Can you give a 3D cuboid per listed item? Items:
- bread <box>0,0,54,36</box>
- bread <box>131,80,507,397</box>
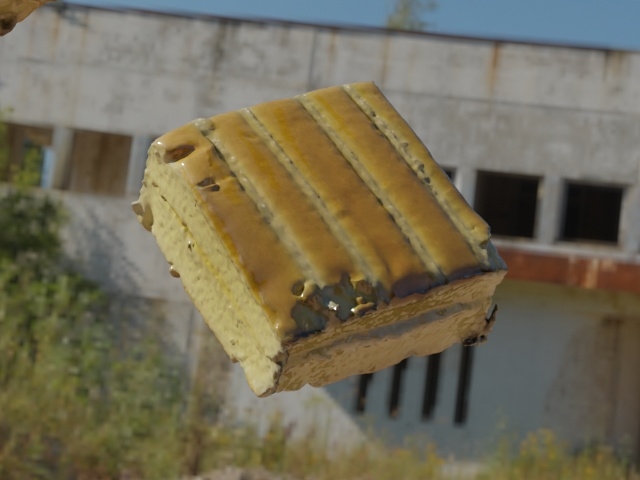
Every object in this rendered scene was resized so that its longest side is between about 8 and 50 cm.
[{"bbox_3d":[-0.197,-0.164,0.540,0.245,0.121,0.174,41,15,-31],"label":"bread"},{"bbox_3d":[0.000,0.000,1.244,0.239,0.246,0.111,-17,-34,-32],"label":"bread"}]
